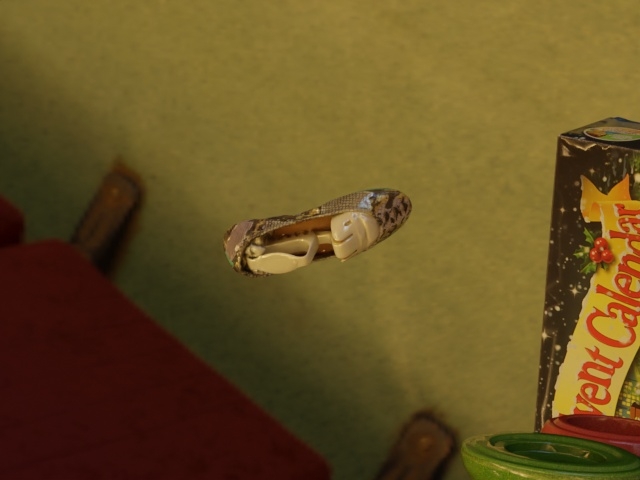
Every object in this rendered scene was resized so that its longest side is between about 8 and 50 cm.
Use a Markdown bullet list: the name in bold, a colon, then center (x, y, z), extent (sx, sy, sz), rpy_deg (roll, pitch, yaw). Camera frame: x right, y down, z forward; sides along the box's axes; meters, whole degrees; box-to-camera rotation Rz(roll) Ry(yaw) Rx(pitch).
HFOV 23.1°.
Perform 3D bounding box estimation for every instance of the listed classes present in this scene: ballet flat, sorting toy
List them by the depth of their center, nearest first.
- **sorting toy**: center (0.079, 0.077, 0.449), extent (0.061, 0.102, 0.042), rpy_deg (7, 94, 29)
- **ballet flat**: center (0.000, 0.000, 0.920), extent (0.114, 0.041, 0.041), rpy_deg (-13, 84, 2)

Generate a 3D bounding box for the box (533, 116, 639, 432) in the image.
- **box**: center (0.151, 0.085, 0.532), extent (0.159, 0.044, 0.233), rpy_deg (13, 110, 33)
